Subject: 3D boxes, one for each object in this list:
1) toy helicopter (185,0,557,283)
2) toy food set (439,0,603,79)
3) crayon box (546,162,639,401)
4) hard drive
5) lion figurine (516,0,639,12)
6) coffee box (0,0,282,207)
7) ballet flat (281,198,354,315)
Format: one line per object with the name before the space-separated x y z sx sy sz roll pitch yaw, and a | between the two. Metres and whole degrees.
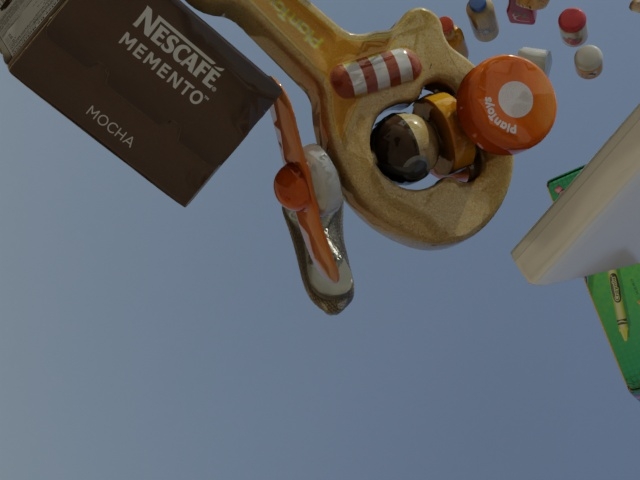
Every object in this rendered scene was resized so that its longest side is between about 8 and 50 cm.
toy helicopter | 0.006 -0.127 0.971 0.355 0.235 0.140 42 -17 -6
toy food set | 0.284 -0.296 1.611 0.232 0.104 0.111 13 -102 19
crayon box | 0.374 0.057 1.392 0.081 0.165 0.278 -24 -114 16
hard drive | 0.336 -0.100 0.949 0.047 0.233 0.353 58 -44 26
lion figurine | 0.333 -0.370 1.270 0.142 0.392 0.240 -104 -158 -64
coffee box | -0.167 -0.153 0.941 0.168 0.119 0.297 40 0 -26
ballet flat | 0.000 0.000 1.462 0.058 0.084 0.249 88 -8 -45
